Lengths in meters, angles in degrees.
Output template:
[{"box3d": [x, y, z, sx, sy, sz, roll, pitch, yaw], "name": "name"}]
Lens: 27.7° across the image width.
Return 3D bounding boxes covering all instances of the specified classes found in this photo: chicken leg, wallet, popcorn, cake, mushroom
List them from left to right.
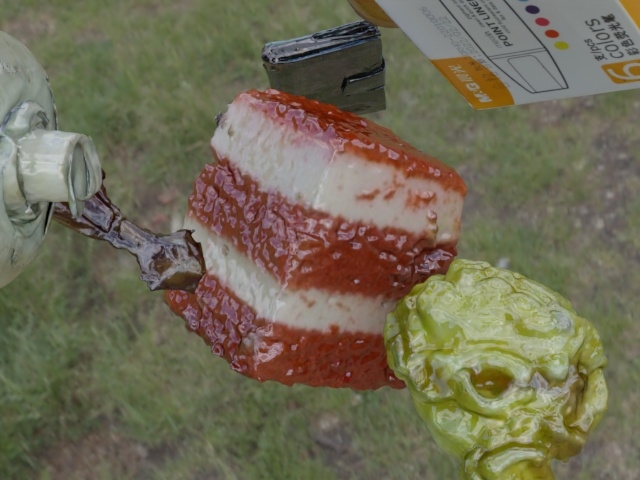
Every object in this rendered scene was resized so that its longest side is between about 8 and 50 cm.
[{"box3d": [-0.291, -0.065, 1.107, 0.202, 0.246, 0.246, 6, 50, 4], "name": "mushroom"}, {"box3d": [-0.260, -0.035, 1.436, 0.113, 0.304, 0.093, -59, 12, -30], "name": "chicken leg"}, {"box3d": [0.000, 0.000, 1.635, 0.269, 0.270, 0.319, 34, 108, 51], "name": "cake"}, {"box3d": [0.011, -0.228, 1.849, 0.169, 0.317, 0.044, -11, 77, 1], "name": "wallet"}, {"box3d": [0.211, 0.151, 1.459, 0.225, 0.174, 0.286, -35, 72, 19], "name": "popcorn"}]

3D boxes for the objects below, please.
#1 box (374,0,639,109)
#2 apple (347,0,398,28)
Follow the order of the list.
[{"box3d": [0.170, -0.225, 1.123, 0.221, 0.274, 0.091, -4, 61, 40], "name": "box"}, {"box3d": [0.101, -0.361, 1.548, 0.188, 0.211, 0.211, -18, 45, 11], "name": "apple"}]
